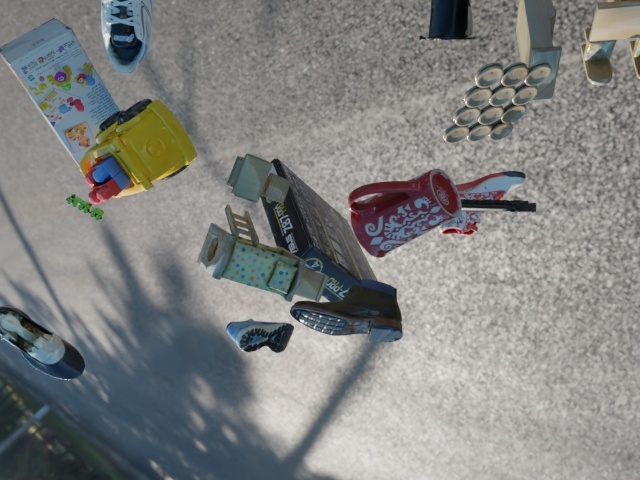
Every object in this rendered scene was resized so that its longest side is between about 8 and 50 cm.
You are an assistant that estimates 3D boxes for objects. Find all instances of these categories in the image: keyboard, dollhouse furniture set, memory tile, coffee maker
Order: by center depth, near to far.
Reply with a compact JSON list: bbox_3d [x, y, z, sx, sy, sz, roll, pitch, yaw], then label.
[{"bbox_3d":[-0.042,-0.008,0.909,0.182,0.160,0.101,19,-177,-26],"label":"dollhouse furniture set"},{"bbox_3d":[0.234,-0.183,0.917,0.148,0.113,0.012,112,145,-54],"label":"memory tile"},{"bbox_3d":[0.349,-0.083,1.604,0.317,0.202,0.033,5,94,41],"label":"keyboard"},{"bbox_3d":[0.712,-0.521,1.722,0.394,0.256,0.362,-2,150,9],"label":"dollhouse furniture set"},{"bbox_3d":[0.347,-0.627,1.833,0.120,0.171,0.178,9,109,31],"label":"coffee maker"}]

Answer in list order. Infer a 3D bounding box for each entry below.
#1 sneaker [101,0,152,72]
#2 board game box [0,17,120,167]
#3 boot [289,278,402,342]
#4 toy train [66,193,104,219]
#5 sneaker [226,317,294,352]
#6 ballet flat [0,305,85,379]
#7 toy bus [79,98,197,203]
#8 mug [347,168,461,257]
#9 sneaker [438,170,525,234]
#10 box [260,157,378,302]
[{"bbox_3d":[-0.302,-0.361,1.068,0.237,0.085,0.086,107,158,-57],"label":"sneaker"},{"bbox_3d":[-0.547,-0.315,1.494,0.142,0.144,0.275,38,158,48],"label":"board game box"},{"bbox_3d":[0.052,0.125,1.324,0.219,0.106,0.082,13,142,-8],"label":"boot"},{"bbox_3d":[-0.495,-0.071,1.448,0.083,0.023,0.017,32,159,-11],"label":"toy train"},{"bbox_3d":[-0.113,0.170,1.306,0.073,0.063,0.162,29,-172,36],"label":"sneaker"},{"bbox_3d":[-0.517,0.182,1.238,0.203,0.074,0.074,33,151,10],"label":"ballet flat"},{"bbox_3d":[-0.382,-0.147,1.318,0.220,0.211,0.149,-6,126,46],"label":"toy bus"},{"bbox_3d":[0.141,-0.050,1.192,0.169,0.150,0.113,-26,75,36],"label":"mug"},{"bbox_3d":[0.448,-0.096,1.920,0.270,0.145,0.090,-13,162,21],"label":"sneaker"},{"bbox_3d":[0.000,0.000,1.732,0.318,0.097,0.395,37,-162,-36],"label":"box"}]
